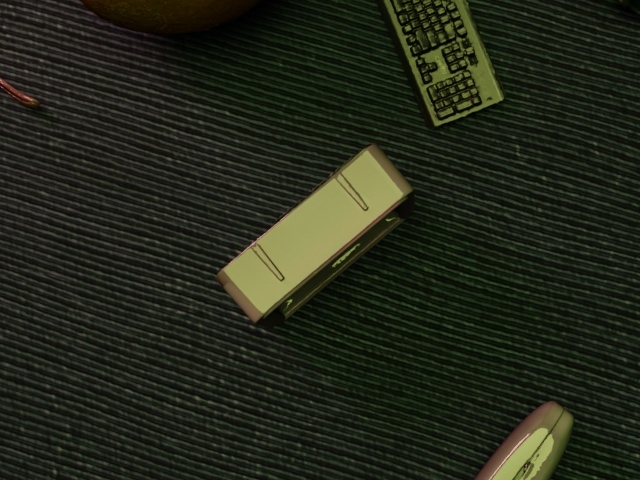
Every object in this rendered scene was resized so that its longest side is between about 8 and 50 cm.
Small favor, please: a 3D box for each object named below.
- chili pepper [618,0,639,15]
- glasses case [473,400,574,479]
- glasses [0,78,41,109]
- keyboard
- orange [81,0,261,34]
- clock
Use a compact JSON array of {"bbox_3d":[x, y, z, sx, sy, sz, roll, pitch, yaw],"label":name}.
[{"bbox_3d":[0.340,-0.364,1.088,0.248,0.233,0.257,36,79,-6],"label":"chili pepper"},{"bbox_3d":[0.165,0.255,1.081,0.059,0.092,0.233,35,86,12],"label":"glasses case"},{"bbox_3d":[-0.466,-0.116,1.230,0.268,0.118,0.234,25,83,-11],"label":"glasses"},{"bbox_3d":[0.115,-0.235,1.188,0.093,0.025,0.230,-22,81,5],"label":"keyboard"},{"bbox_3d":[-0.149,-0.335,1.111,0.274,0.274,0.274,-1,82,6],"label":"orange"},{"bbox_3d":[0.000,0.000,1.104,0.197,0.150,0.063,-40,82,-1],"label":"clock"}]
